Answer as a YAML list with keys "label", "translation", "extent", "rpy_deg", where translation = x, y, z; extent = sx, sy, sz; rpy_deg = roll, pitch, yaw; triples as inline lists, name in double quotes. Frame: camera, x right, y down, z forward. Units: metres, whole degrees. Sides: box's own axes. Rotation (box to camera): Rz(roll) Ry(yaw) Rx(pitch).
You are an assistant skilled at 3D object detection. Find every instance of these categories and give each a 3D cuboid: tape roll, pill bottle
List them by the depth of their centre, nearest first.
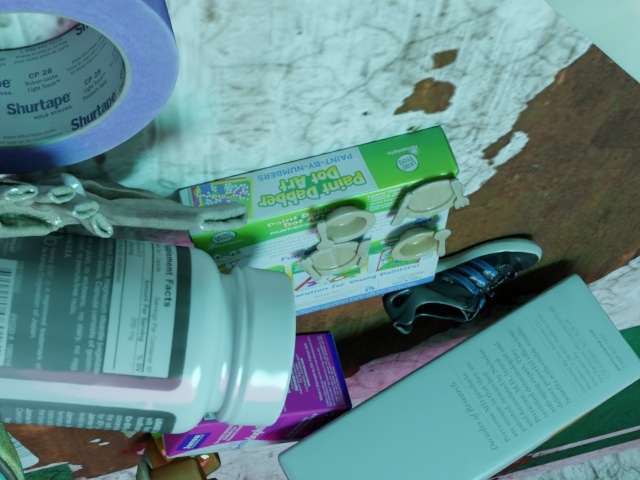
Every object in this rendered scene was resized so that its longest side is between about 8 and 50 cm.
- label: "tape roll"
  translation: [-0.184, -0.122, 0.581]
  extent: [0.188, 0.080, 0.189]
  rpy_deg: [-13, 154, -6]
- label: "pill bottle"
  translation: [-0.174, 0.078, 0.828]
  extent: [0.283, 0.161, 0.161]
  rpy_deg: [7, 149, -14]

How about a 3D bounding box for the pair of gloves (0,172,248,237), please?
- label: "pair of gloves"
  translation: [-0.193, -0.028, 0.704]
  extent: [0.204, 0.042, 0.240]
  rpy_deg: [4, -176, 34]

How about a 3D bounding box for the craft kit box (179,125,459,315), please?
- label: "craft kit box"
  translation: [0.000, 0.000, 0.977]
  extent: [0.249, 0.061, 0.247]
  rpy_deg: [-14, 157, -7]

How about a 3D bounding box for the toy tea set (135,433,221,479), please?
- label: "toy tea set"
  translation: [-0.207, 0.333, 1.356]
  extent: [0.124, 0.200, 0.336]
  rpy_deg: [-24, 155, -4]

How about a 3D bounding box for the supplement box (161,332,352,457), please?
- label: "supplement box"
  translation: [-0.088, 0.194, 1.246]
  extent: [0.220, 0.114, 0.111]
  rpy_deg: [0, 149, -29]

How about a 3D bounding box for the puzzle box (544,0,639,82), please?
- label: "puzzle box"
  translation: [0.378, -0.215, 0.620]
  extent: [0.272, 0.052, 0.409]
  rpy_deg: [35, 132, -18]

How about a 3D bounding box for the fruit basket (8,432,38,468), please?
- label: "fruit basket"
  translation: [-0.515, 0.204, 0.994]
  extent: [0.327, 0.165, 0.353]
  rpy_deg: [-25, 133, 0]

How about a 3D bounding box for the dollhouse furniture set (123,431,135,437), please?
- label: "dollhouse furniture set"
  translation: [-0.221, 0.104, 1.080]
  extent: [0.151, 0.123, 0.144]
  rpy_deg: [34, 133, -15]

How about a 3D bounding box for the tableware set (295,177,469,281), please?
- label: "tableware set"
  translation: [0.058, -0.006, 0.918]
  extent: [0.168, 0.020, 0.141]
  rpy_deg: [-14, 154, -7]

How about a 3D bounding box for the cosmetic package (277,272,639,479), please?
- label: "cosmetic package"
  translation: [0.178, 0.247, 1.310]
  extent: [0.453, 0.162, 0.230]
  rpy_deg: [-30, 163, -8]

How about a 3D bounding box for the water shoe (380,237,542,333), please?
- label: "water shoe"
  translation: [0.173, 0.058, 1.169]
  extent: [0.203, 0.080, 0.073]
  rpy_deg: [-15, 155, -5]

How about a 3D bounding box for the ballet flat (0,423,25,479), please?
- label: "ballet flat"
  translation: [-0.374, 0.122, 0.859]
  extent: [0.123, 0.123, 0.348]
  rpy_deg: [-25, 138, 17]
